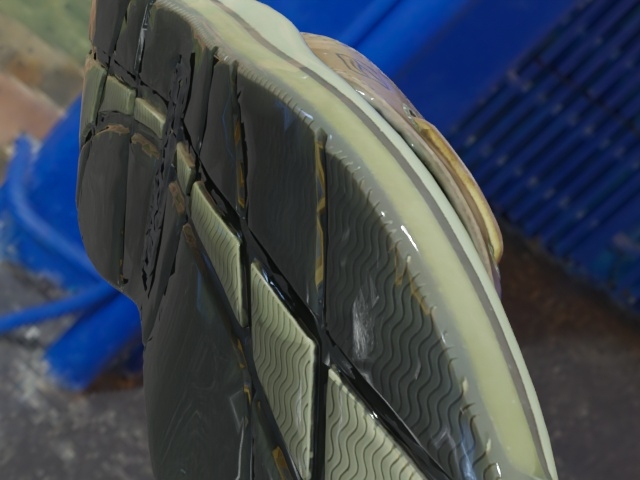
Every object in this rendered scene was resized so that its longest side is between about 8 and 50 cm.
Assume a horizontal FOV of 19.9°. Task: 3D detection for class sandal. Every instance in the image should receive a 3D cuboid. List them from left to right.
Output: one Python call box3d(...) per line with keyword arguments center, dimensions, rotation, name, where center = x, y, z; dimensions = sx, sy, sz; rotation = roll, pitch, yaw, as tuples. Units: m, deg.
box3d(center=(0.000, -0.002, 0.475), dimensions=(0.086, 0.120, 0.303), rotation=(6, 27, -22), name="sandal")
